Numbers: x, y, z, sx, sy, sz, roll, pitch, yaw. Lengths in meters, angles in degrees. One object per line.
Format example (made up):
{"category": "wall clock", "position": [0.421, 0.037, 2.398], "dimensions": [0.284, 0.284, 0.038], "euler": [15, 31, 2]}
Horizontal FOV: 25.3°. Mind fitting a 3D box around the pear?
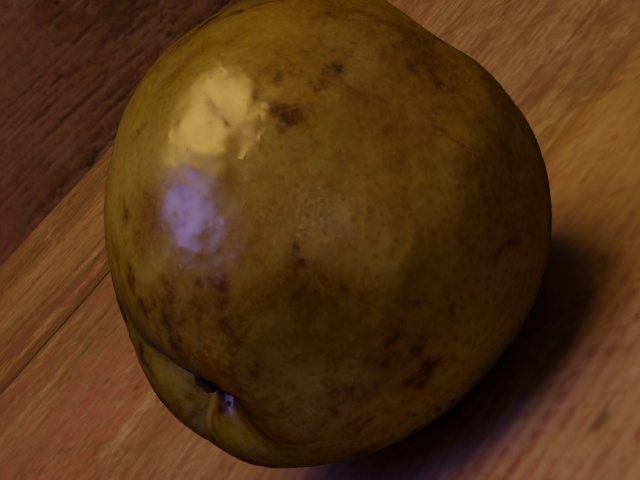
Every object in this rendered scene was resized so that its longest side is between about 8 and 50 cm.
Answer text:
{"category": "pear", "position": [0.000, 0.000, 0.931], "dimensions": [0.304, 0.304, 0.304], "euler": [-38, 19, 15]}
